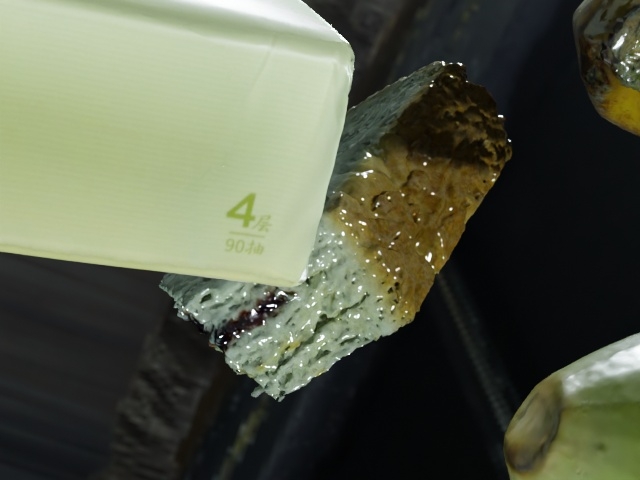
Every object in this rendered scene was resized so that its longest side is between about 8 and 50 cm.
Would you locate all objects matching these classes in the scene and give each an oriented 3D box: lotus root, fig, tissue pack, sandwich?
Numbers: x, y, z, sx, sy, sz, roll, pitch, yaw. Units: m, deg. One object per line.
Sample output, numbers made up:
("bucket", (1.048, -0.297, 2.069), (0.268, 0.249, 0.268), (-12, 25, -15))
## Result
("lotus root", (0.314, -0.155, 1.460), (0.179, 0.196, 0.397), (-47, 171, 16))
("fig", (0.210, 0.137, 0.907), (0.207, 0.230, 0.207), (-19, -137, 18))
("tissue pack", (-0.124, -0.069, 0.731), (0.159, 0.234, 0.125), (-130, -129, -63))
("sandwich", (0.001, 0.000, 1.559), (0.262, 0.131, 0.325), (-23, -158, 45))
